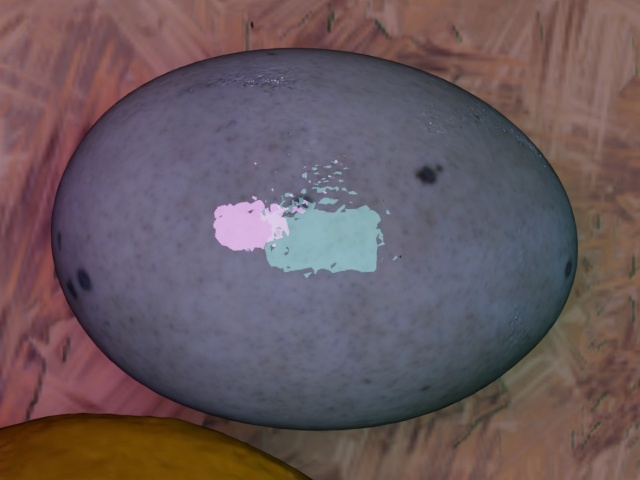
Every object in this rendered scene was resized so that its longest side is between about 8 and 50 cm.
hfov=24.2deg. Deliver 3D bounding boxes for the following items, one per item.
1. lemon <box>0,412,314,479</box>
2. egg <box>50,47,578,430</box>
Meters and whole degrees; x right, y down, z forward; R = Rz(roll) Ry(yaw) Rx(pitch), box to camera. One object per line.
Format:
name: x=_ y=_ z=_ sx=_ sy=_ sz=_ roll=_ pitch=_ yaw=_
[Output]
lemon: x=-0.075 y=0.187 z=0.614 sx=0.263 sy=0.236 sz=0.236 roll=4 pitch=90 yaw=5
egg: x=0.000 y=0.000 z=0.665 sx=0.236 sy=0.169 sz=0.169 roll=8 pitch=88 yaw=-16
